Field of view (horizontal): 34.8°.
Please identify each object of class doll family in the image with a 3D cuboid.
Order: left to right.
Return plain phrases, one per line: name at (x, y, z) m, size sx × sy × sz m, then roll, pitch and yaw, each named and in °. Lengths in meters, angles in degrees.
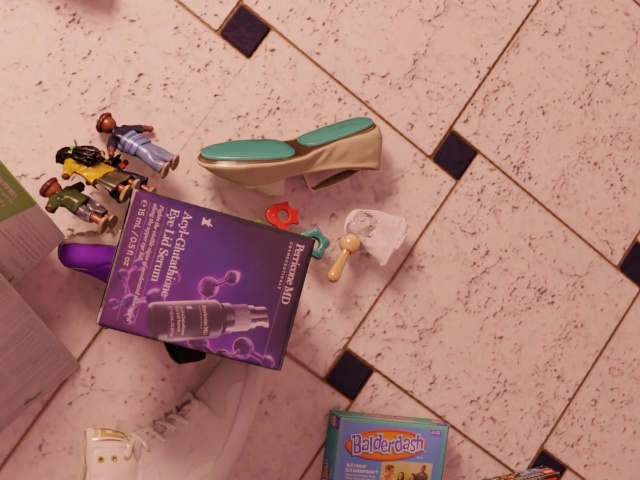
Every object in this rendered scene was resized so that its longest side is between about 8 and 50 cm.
doll family at (-0.253, -0.086, 1.204) m, size 0.111 × 0.193 × 0.076 m, roll 29°, pitch 118°, yaw 12°

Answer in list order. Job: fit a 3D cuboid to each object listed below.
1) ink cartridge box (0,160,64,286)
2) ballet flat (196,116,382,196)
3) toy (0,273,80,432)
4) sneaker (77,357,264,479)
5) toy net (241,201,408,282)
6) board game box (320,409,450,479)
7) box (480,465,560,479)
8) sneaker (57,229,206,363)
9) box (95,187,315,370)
ink cartridge box at (-0.466, 0.047, 1.083) m, size 0.119 × 0.207 × 0.353 m, roll 40°, pitch 77°, yaw 21°
ballet flat at (-0.033, -0.095, 1.301) m, size 0.248 × 0.086 × 0.086 m, roll -12°, pitch 95°, yaw -18°
toy at (-0.376, 0.123, 1.150) m, size 0.137 × 0.237 × 0.056 m, roll -40°, pitch 63°, yaw -14°
sneaker at (-0.194, 0.241, 1.236) m, size 0.169 × 0.108 × 0.293 m, roll 28°, pitch 84°, yaw -19°
toy net at (0.000, 0.000, 1.330) m, size 0.232 × 0.045 × 0.122 m, roll -18°, pitch 86°, yaw -19°
board game box at (0.078, 0.337, 1.355) m, size 0.160 × 0.047 × 0.210 m, roll 9°, pitch 89°, yaw -17°
box at (0.264, 0.444, 1.418) m, size 0.159 × 0.044 × 0.233 m, roll -8°, pitch 94°, yaw -17°
sneaker at (-0.176, 0.073, 1.218) m, size 0.293 × 0.102 × 0.146 m, roll 11°, pitch 87°, yaw -3°
box at (-0.126, 0.043, 1.125) m, size 0.207 × 0.108 × 0.153 m, roll 14°, pitch 86°, yaw -9°
